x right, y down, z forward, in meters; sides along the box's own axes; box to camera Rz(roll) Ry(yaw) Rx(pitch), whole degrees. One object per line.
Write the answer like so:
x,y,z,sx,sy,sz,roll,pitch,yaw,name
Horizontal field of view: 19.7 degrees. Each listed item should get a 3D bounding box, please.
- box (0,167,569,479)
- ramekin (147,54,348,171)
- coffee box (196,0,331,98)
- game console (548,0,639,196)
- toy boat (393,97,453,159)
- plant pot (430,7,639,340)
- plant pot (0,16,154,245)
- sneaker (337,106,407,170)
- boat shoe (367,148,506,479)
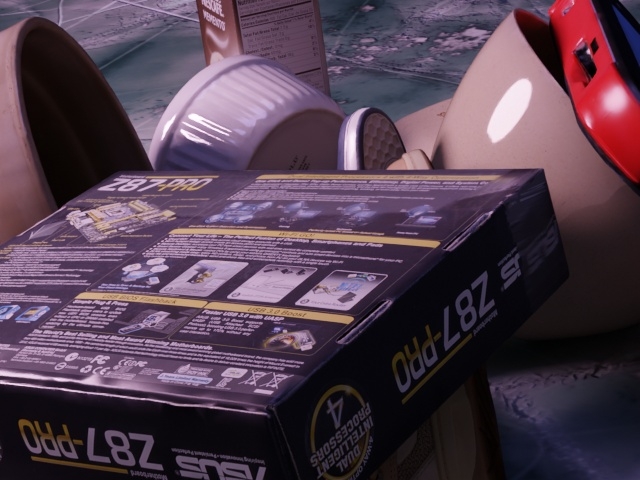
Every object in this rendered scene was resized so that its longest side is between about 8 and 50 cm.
-0.083,0.052,1.226,0.395,0.097,0.318,1,29,37,box
-0.056,-0.067,1.771,0.207,0.207,0.109,-26,36,-37,ramekin
-0.055,-0.167,1.954,0.098,0.246,0.141,-15,22,-17,coffee box
0.321,-0.049,1.457,0.060,0.342,0.386,-45,13,18,game console
0.217,-0.074,1.795,0.318,0.148,0.267,-21,18,-11,toy boat
0.194,-0.027,1.537,0.191,0.284,0.284,-44,14,17,plant pot
-0.303,0.005,1.591,0.280,0.323,0.323,-21,19,11,plant pot
-0.001,0.001,1.543,0.163,0.226,0.086,3,16,34,sneaker
0.061,0.071,1.353,0.110,0.121,0.341,-15,46,12,boat shoe
